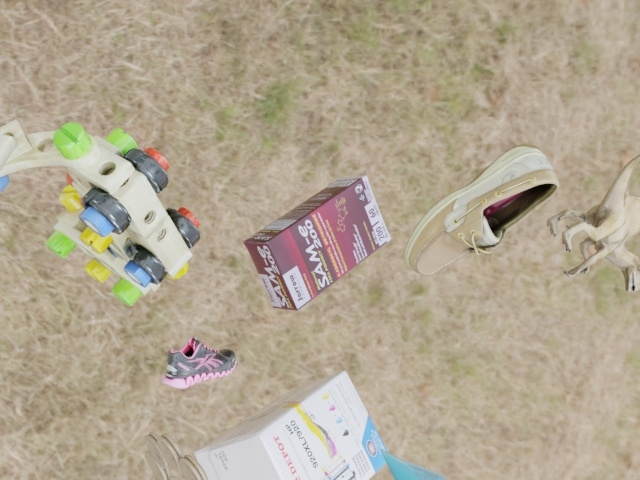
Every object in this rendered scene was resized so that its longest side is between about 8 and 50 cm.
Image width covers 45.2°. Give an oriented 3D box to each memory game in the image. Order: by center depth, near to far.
[{"bbox_3d":[-0.109,0.256,0.711,0.012,0.186,0.186,-30,120,-30],"label":"memory game"}]

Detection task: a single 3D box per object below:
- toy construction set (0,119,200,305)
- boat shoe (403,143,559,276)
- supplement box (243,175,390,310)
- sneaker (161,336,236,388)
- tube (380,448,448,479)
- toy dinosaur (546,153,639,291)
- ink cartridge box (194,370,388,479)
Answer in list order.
[{"bbox_3d":[-0.245,-0.043,0.800,0.151,0.215,0.327,-58,154,-7],"label":"toy construction set"},{"bbox_3d":[0.121,-0.015,0.585,0.050,0.045,0.135,28,116,-40],"label":"boat shoe"},{"bbox_3d":[0.000,0.000,1.286,0.239,0.073,0.130,-36,112,-33],"label":"supplement box"},{"bbox_3d":[-0.152,0.150,0.988,0.119,0.047,0.057,-10,102,-54],"label":"sneaker"},{"bbox_3d":[0.116,0.240,0.580,0.052,0.207,0.080,-46,127,8],"label":"tube"},{"bbox_3d":[0.263,-0.020,0.712,0.093,0.053,0.183,-19,134,2],"label":"toy dinosaur"},{"bbox_3d":[-0.042,0.346,1.225,0.233,0.168,0.171,-24,86,-51],"label":"ink cartridge box"}]
